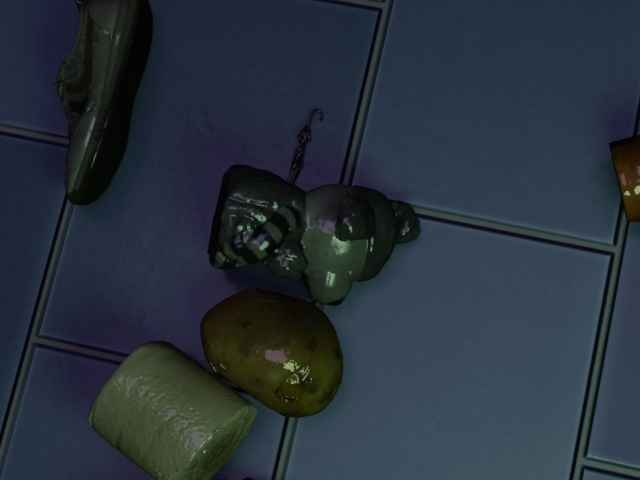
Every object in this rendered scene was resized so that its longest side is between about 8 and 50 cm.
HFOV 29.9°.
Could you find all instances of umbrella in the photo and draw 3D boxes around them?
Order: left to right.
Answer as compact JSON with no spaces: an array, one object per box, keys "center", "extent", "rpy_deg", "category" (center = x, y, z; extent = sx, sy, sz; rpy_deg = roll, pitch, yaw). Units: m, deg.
[{"center":[-0.027,-0.107,1.470],"extent":[0.022,0.013,0.122],"rpy_deg":[25,80,-11],"category":"umbrella"}]

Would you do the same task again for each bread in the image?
[{"center":[-0.165,0.199,1.346],"extent":[0.141,0.148,0.134],"rpy_deg":[34,98,16],"category":"bread"}]

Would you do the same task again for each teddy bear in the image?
[{"center":[-0.014,-0.003,1.367],"extent":[0.251,0.171,0.144],"rpy_deg":[9,86,5],"category":"teddy bear"}]

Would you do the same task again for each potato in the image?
[{"center":[-0.053,0.122,1.365],"extent":[0.176,0.137,0.137],"rpy_deg":[30,83,1],"category":"potato"}]

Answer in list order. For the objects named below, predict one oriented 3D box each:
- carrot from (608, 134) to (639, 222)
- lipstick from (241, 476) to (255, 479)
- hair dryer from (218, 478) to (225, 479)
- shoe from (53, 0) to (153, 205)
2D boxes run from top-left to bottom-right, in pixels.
[{"center":[0.487,-0.092,1.360],"extent":[0.302,0.139,0.139],"rpy_deg":[-16,77,10],"category":"carrot"},{"center":[0.005,0.344,1.338],"extent":[0.241,0.080,0.080],"rpy_deg":[23,81,10],"category":"lipstick"},{"center":[-0.141,0.287,1.393],"extent":[0.083,0.026,0.047],"rpy_deg":[31,82,14],"category":"hair dryer"},{"center":[-0.278,-0.177,1.468],"extent":[0.098,0.103,0.275],"rpy_deg":[9,73,9],"category":"shoe"}]
